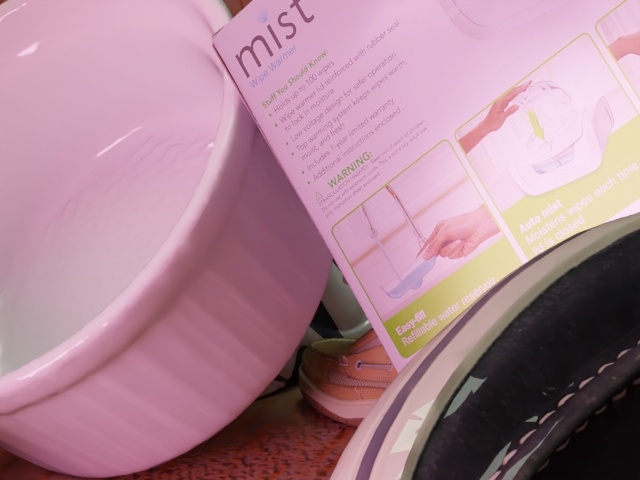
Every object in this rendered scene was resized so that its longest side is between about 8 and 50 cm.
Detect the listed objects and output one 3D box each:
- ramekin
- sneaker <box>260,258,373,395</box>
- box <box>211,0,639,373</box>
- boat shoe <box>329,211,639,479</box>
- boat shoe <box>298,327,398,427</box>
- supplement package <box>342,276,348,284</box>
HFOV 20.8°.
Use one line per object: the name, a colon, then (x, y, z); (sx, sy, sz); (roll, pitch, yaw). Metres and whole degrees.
ramekin: (-0.125, -0.006, 0.959); (0.277, 0.135, 0.277); (-19, 50, 24)
sneaker: (0.000, 0.000, 1.100); (0.235, 0.153, 0.094); (-13, 16, -25)
box: (0.115, -0.075, 0.798); (0.262, 0.231, 0.127); (-39, -17, 31)
boat shoe: (0.214, 0.072, 0.627); (0.500, 0.187, 0.156); (-10, 6, -35)
boat shoe: (0.049, 0.067, 0.966); (0.068, 0.072, 0.190); (-15, 15, -32)
supplement package: (0.152, -0.026, 0.996); (0.194, 0.149, 0.203); (2, -10, 34)
